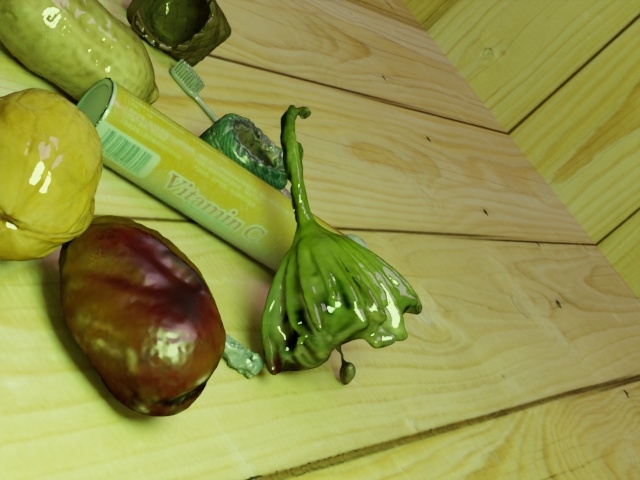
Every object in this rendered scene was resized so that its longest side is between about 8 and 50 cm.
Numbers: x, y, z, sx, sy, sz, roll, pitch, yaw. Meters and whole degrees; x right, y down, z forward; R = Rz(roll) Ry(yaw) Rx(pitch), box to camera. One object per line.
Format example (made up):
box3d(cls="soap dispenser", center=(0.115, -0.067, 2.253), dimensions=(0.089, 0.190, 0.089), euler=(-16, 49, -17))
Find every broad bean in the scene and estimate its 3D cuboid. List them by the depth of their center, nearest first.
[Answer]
box3d(cls="broad bean", center=(-0.181, 0.071, 1.345), dimensions=(0.156, 0.122, 0.228), euler=(-9, 48, -36))

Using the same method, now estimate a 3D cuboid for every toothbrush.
box3d(cls="toothbrush", center=(-0.099, -0.126, 1.994), dimensions=(0.354, 0.029, 0.024), euler=(50, 34, 4))

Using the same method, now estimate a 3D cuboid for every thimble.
box3d(cls="thimble", center=(-0.111, -0.100, 1.840), dimensions=(0.135, 0.090, 0.118), euler=(32, 27, -40))

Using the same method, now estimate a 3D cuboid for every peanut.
box3d(cls="peanut", center=(-0.293, -0.238, 1.681), dimensions=(0.253, 0.122, 0.137), euler=(37, -3, -33))

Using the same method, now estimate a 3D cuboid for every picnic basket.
box3d(cls="picnic basket", center=(-0.220, -0.345, 2.008), dimensions=(0.138, 0.128, 0.178), euler=(52, 11, 16))

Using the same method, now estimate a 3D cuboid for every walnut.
box3d(cls="walnut", center=(-0.286, -0.065, 1.319), dimensions=(0.159, 0.159, 0.207), euler=(41, 17, -16))

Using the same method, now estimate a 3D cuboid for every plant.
box3d(cls="plant", center=(-0.032, 0.011, 1.627), dimensions=(0.334, 0.180, 0.251), euler=(58, 13, 7))

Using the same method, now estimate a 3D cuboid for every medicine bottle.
box3d(cls="medicine bottle", center=(-0.120, -0.057, 1.715), dimensions=(0.426, 0.108, 0.108), euler=(34, 24, -32))

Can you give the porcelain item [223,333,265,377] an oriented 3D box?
box3d(cls="porcelain item", center=(-0.096, 0.127, 1.540), dimensions=(0.083, 0.028, 0.036), euler=(36, 21, -31))
